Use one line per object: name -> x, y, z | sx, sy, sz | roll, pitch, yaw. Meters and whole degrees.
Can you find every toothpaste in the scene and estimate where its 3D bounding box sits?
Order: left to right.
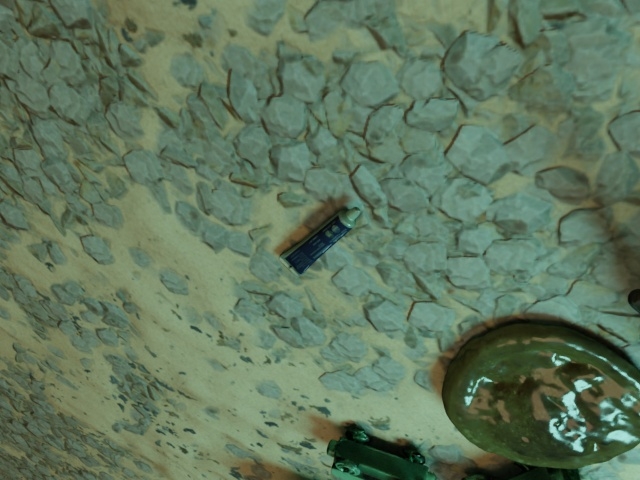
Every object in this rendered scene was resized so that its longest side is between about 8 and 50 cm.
toothpaste -> 0.000, 0.000, 0.579 | 0.037, 0.021, 0.140 | 46, 131, -5

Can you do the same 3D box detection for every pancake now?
pancake -> 0.263, 0.194, 0.597 | 0.241, 0.050, 0.242 | 9, 123, 14

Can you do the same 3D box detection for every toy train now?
toy train -> 0.092, 0.358, 0.786 | 0.172, 0.070, 0.099 | 16, 140, 12
toy train -> 0.294, 0.374, 0.710 | 0.132, 0.083, 0.200 | 29, 132, -15

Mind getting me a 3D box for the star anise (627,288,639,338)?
star anise -> 0.409, 0.171, 0.414 | 0.139, 0.316, 0.359 | -49, 142, 12
